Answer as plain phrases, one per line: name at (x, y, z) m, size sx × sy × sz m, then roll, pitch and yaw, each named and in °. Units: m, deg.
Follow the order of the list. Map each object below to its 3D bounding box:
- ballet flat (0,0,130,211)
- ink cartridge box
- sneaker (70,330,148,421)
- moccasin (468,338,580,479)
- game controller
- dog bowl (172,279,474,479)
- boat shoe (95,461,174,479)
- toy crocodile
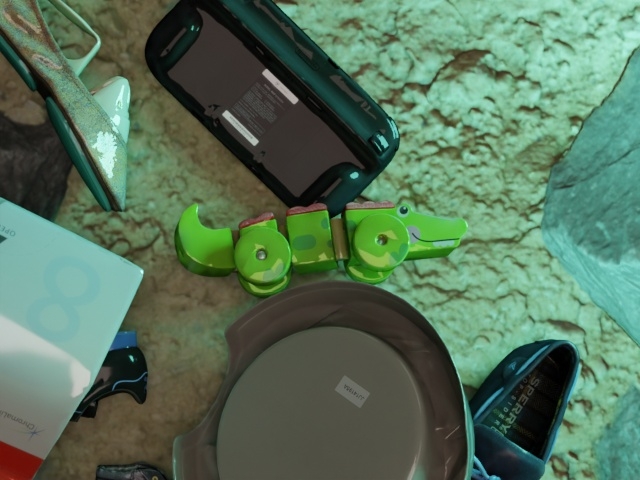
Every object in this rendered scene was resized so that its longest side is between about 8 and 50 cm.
ballet flat at (-0.286, -0.185, 1.284) m, size 0.106 × 0.107 × 0.316 m, roll -34°, pitch 93°, yaw -14°
ink cartridge box at (-0.403, 0.133, 1.146) m, size 0.308 × 0.091 × 0.385 m, roll 28°, pitch 69°, yaw -18°
sneaker at (-0.314, 0.171, 1.275) m, size 0.232 × 0.081 × 0.090 m, roll -13°, pitch 82°, yaw -9°
moccasin at (0.192, 0.242, 1.268) m, size 0.138 × 0.117 × 0.342 m, roll 29°, pitch 63°, yaw -2°
game controller at (-0.058, -0.174, 1.339) m, size 0.319 × 0.067 × 0.166 m, roll 44°, pitch 98°, yaw -3°
dog bowl at (0.010, 0.223, 1.224) m, size 0.349 × 0.102 × 0.348 m, roll -10°, pitch 65°, yaw 22°
boat shoe at (-0.177, 0.307, 1.295) m, size 0.183 × 0.065 × 0.083 m, roll 4°, pitch 89°, yaw -6°
toy crocodile at (0.000, 0.000, 1.296) m, size 0.341 × 0.115 × 0.105 m, roll -6°, pitch 78°, yaw -2°
